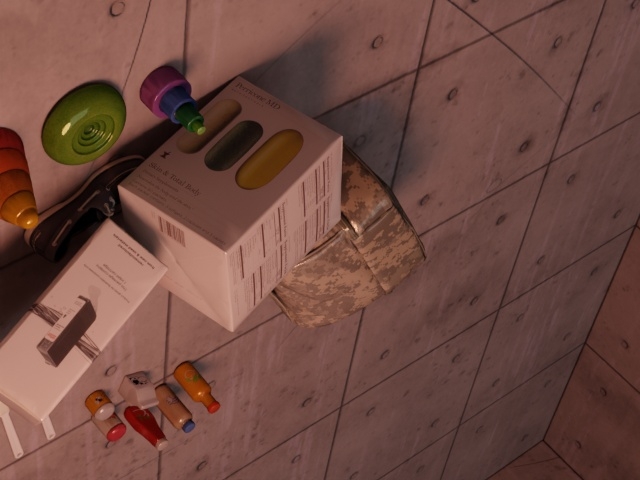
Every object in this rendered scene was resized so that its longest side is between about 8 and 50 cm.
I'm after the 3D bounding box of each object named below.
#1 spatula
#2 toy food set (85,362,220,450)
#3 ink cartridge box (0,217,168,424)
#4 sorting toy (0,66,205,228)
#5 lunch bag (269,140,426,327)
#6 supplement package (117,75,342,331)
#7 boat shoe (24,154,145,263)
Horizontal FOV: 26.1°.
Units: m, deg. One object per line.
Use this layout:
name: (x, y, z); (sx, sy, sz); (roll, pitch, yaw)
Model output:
spatula: (-0.495, 0.296, 2.214); (0.168, 0.019, 0.242); (-34, 151, -21)
toy food set: (-0.294, 0.301, 2.400); (0.232, 0.104, 0.111); (-12, 138, -47)
ink cartridge box: (-0.349, 0.119, 1.920); (0.273, 0.114, 0.197); (-51, -175, -16)
sorting toy: (-0.301, -0.111, 1.808); (0.365, 0.126, 0.127); (-28, 148, -28)
lunch bag: (0.000, 0.000, 2.277); (0.256, 0.212, 0.305); (-43, 152, -5)
supplement package: (-0.124, -0.055, 1.994); (0.263, 0.199, 0.198); (-46, 156, -29)
boat shoe: (-0.316, -0.041, 1.946); (0.206, 0.065, 0.075); (-37, 149, -17)
